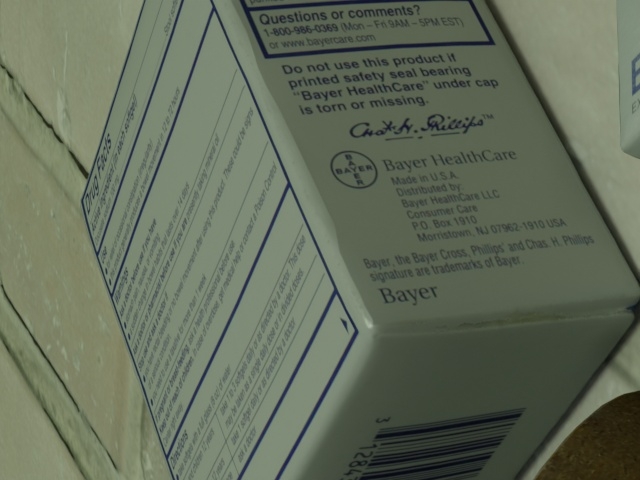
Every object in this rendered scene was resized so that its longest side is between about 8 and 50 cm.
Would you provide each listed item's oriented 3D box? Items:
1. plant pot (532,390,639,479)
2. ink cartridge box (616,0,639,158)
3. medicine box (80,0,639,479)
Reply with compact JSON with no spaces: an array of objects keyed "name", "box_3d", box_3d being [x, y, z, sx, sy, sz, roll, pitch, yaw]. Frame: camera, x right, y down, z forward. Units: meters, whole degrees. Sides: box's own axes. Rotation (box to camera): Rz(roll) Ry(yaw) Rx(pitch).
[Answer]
[{"name":"plant pot","box_3d":[0.182,0.194,0.547,0.254,0.237,0.237,16,114,28]},{"name":"ink cartridge box","box_3d":[0.170,-0.165,0.597,0.223,0.045,0.224,137,142,-54]},{"name":"medicine box","box_3d":[0.000,0.000,0.972,0.289,0.149,0.263,68,150,31]}]
